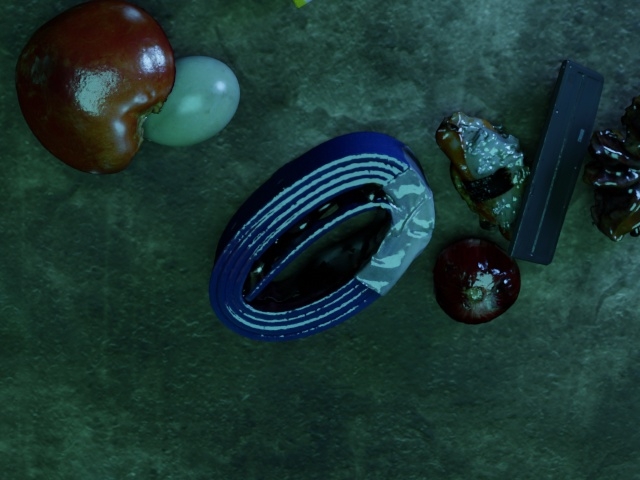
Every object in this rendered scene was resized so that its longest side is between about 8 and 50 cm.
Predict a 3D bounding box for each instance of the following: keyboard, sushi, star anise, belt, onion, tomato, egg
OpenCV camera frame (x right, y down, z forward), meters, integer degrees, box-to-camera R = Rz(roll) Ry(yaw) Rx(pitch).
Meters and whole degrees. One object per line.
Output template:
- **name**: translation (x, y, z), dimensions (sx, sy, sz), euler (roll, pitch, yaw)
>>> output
- **keyboard**: translation (0.340, -0.154, 1.564), dimensions (0.103, 0.041, 0.381), euler (13, 101, -42)
- **sushi**: translation (0.243, -0.091, 1.589), dimensions (0.097, 0.103, 0.226), euler (-46, 126, -21)
- **star anise**: translation (0.431, -0.111, 1.564), dimensions (0.126, 0.190, 0.220), euler (40, 110, 29)
- **belt**: translation (0.000, 0.000, 1.611), dimensions (0.347, 0.117, 0.212), euler (-37, 106, 13)
- **onion**: translation (0.222, 0.056, 1.640), dimensions (0.131, 0.131, 0.131), euler (0, 112, -1)
- **tomato**: translation (-0.309, -0.202, 1.473), dimensions (0.200, 0.139, 0.233), euler (36, 108, 28)
- **egg**: translation (-0.180, -0.184, 1.535), dimensions (0.152, 0.114, 0.114), euler (-28, 110, 14)

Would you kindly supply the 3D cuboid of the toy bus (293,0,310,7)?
- **toy bus**: translation (0.001, -0.351, 1.504), dimensions (0.102, 0.058, 0.052), euler (-28, 110, 10)
